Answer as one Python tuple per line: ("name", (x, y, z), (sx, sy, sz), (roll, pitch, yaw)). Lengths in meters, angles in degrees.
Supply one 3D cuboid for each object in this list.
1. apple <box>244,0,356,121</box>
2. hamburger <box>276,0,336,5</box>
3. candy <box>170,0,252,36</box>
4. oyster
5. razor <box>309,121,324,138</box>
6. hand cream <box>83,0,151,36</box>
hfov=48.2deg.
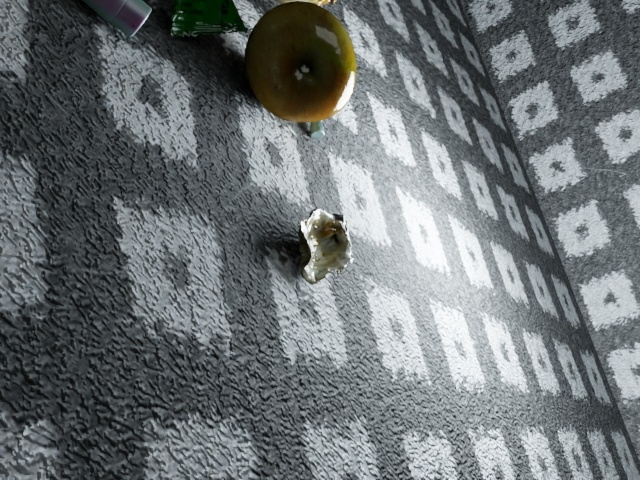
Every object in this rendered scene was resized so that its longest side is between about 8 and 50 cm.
("apple", (-0.032, -0.274, 1.103), (0.182, 0.182, 0.155), (52, 0, -20))
("hamburger", (-0.035, -0.552, 1.241), (0.225, 0.291, 0.290), (32, 41, -51))
("candy", (-0.187, -0.386, 1.036), (0.141, 0.078, 0.203), (-6, 67, -61))
("oyster", (0.004, 0.003, 1.048), (0.148, 0.051, 0.103), (-18, 92, -52))
("razor", (-0.019, -0.284, 1.267), (0.106, 0.068, 0.231), (26, 52, -48))
("hand cream", (-0.284, -0.317, 0.849), (0.174, 0.047, 0.076), (37, 37, -26))
